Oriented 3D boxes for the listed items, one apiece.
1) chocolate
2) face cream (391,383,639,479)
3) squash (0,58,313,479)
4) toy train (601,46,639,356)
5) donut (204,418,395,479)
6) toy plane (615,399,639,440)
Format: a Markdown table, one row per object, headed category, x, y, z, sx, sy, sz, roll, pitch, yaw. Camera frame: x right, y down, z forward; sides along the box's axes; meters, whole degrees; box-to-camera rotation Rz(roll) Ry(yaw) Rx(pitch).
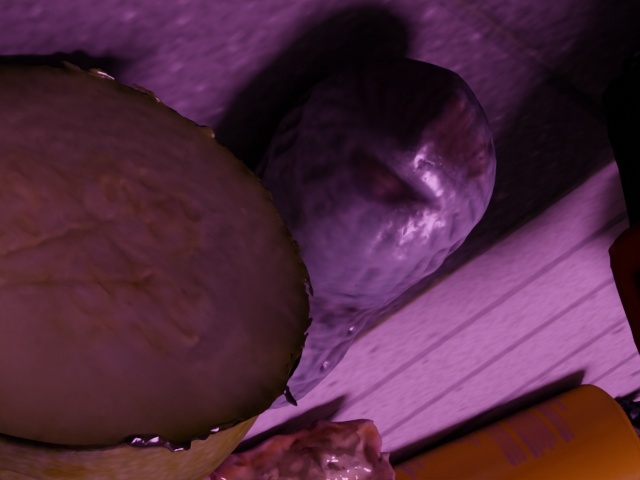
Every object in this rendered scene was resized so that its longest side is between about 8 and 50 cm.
| category | x | y | z | sx | sy | sz | roll | pitch | yaw |
| --- | --- | --- | --- | --- | --- | --- | --- | --- | --- |
| chocolate | 0.000 | 0.000 | 0.612 | 0.072 | 0.072 | 0.167 | -6 | 147 | -41 |
| face cream | 0.042 | 0.161 | 0.973 | 0.273 | 0.078 | 0.078 | -21 | 155 | -16 |
| squash | -0.078 | 0.048 | 0.580 | 0.137 | 0.137 | 0.287 | -21 | 161 | -17 |
| toy train | 0.210 | 0.060 | 0.633 | 0.163 | 0.369 | 0.232 | -11 | 172 | -46 |
| donut | -0.079 | 0.146 | 0.807 | 0.199 | 0.085 | 0.233 | -37 | 153 | 22 |
| toy plane | 0.195 | 0.114 | 1.079 | 0.121 | 0.049 | 0.031 | -39 | 154 | 24 |
